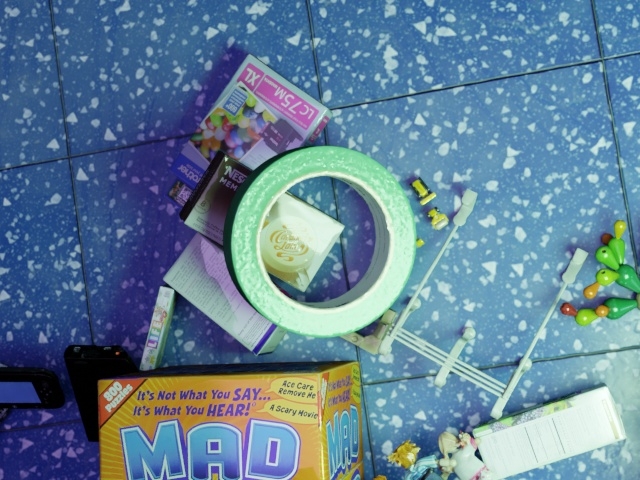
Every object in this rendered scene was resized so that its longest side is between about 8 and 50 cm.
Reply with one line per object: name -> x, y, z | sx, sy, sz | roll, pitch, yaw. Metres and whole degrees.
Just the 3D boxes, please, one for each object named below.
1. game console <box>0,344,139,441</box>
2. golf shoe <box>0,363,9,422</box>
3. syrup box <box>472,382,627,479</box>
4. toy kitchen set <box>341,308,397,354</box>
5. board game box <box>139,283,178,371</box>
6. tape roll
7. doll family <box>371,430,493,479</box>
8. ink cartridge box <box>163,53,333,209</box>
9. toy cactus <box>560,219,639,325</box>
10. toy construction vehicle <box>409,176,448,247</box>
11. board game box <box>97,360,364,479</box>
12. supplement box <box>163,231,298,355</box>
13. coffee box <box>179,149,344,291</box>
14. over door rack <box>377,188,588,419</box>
game console -> -0.484, 0.280, 1.994 | 0.361, 0.044, 0.213 | 0, 126, 8
golf shoe -> -0.624, 0.325, 2.074 | 0.094, 0.077, 0.198 | -2, 88, 12
syrup box -> 0.385, 0.321, 1.851 | 0.237, 0.093, 0.096 | -21, 83, 10
toy kitchen set -> 0.083, 0.149, 1.936 | 0.075, 0.068, 0.083 | 27, 93, 12
board game box -> -0.291, 0.157, 1.996 | 0.026, 0.103, 0.154 | 14, 90, -1
tape roll -> 0.000, 0.000, 1.854 | 0.321, 0.077, 0.321 | -1, 95, -15
doll family -> 0.168, 0.424, 1.842 | 0.163, 0.118, 0.263 | 50, 123, 18
ink cartridge box -> -0.141, -0.160, 2.005 | 0.186, 0.065, 0.311 | 36, 97, 11
toy cactus -> 0.517, 0.077, 1.841 | 0.180, 0.112, 0.219 | 40, 82, -10
toy construction vehicle -> 0.175, -0.049, 1.948 | 0.086, 0.035, 0.098 | -39, 75, 3
board game box -> -0.131, 0.390, 1.823 | 0.356, 0.356, 0.356 | -3, 87, 11
supplement box -> -0.154, 0.095, 1.967 | 0.220, 0.111, 0.114 | 36, 94, 11
coffee box -> -0.103, -0.035, 1.920 | 0.246, 0.098, 0.141 | 31, 93, -16
over door rack -> 0.279, 0.113, 1.889 | 0.239, 0.108, 0.324 | 28, 79, 12
